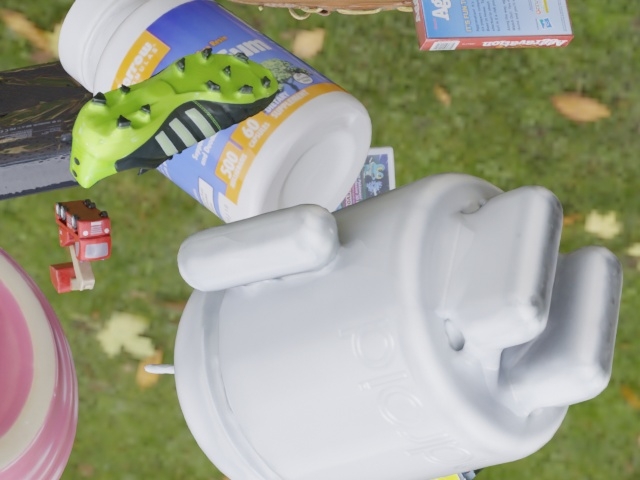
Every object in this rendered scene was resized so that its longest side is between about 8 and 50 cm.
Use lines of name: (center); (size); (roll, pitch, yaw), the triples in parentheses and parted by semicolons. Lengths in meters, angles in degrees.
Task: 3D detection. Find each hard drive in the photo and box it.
hard drive: (-0.289, -0.113, 1.620); (0.172, 0.255, 0.054); (-11, 117, -2)

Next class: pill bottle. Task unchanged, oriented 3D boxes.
pill bottle: (-0.101, -0.124, 1.404); (0.272, 0.152, 0.152); (36, 166, 26)

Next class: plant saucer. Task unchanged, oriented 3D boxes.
plant saucer: (-0.345, 0.102, 1.306); (0.332, 0.332, 0.084); (20, 143, -22)

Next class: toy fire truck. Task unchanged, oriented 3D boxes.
toy fire truck: (-0.321, 0.016, 2.148); (0.047, 0.135, 0.192); (-8, -165, -21)

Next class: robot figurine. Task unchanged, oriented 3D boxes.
robot figurine: (0.037, 0.074, 1.135); (0.353, 0.200, 0.300); (-21, 128, 39)

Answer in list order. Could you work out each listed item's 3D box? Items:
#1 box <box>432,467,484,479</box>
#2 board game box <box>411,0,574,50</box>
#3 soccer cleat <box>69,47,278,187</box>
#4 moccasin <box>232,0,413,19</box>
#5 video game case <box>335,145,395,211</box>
box: (0.038, 0.192, 1.576); (0.233, 0.044, 0.159); (-31, 90, 46)
board game box: (0.140, -0.310, 1.493); (0.145, 0.281, 0.027); (-3, 162, -16)
soccer cleat: (-0.106, -0.087, 1.140); (0.179, 0.060, 0.072); (-23, 152, -41)
moccasin: (-0.001, -0.347, 2.022); (0.380, 0.139, 0.147); (0, 162, 18)
video game case: (0.000, 0.000, 1.806); (0.183, 0.201, 0.023); (-5, -175, -19)
